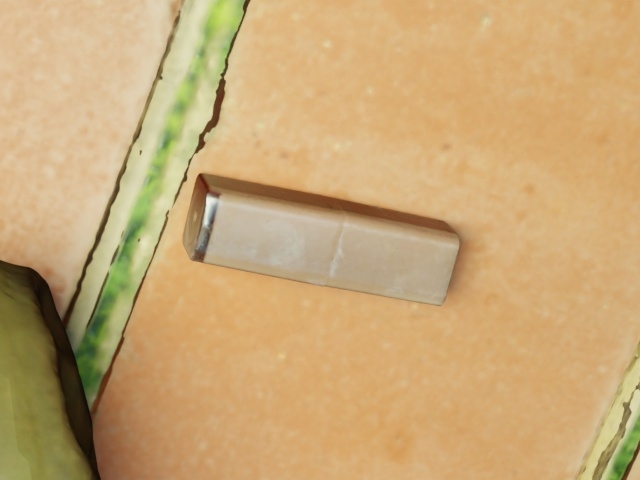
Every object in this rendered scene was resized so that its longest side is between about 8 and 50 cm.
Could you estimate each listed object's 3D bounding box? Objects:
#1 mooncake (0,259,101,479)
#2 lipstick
[{"bbox_3d":[-0.178,0.150,0.931,0.155,0.284,0.284,-11,108,-7],"label":"mooncake"},{"bbox_3d":[0.000,0.000,1.051,0.145,0.045,0.045,11,101,-14],"label":"lipstick"}]
